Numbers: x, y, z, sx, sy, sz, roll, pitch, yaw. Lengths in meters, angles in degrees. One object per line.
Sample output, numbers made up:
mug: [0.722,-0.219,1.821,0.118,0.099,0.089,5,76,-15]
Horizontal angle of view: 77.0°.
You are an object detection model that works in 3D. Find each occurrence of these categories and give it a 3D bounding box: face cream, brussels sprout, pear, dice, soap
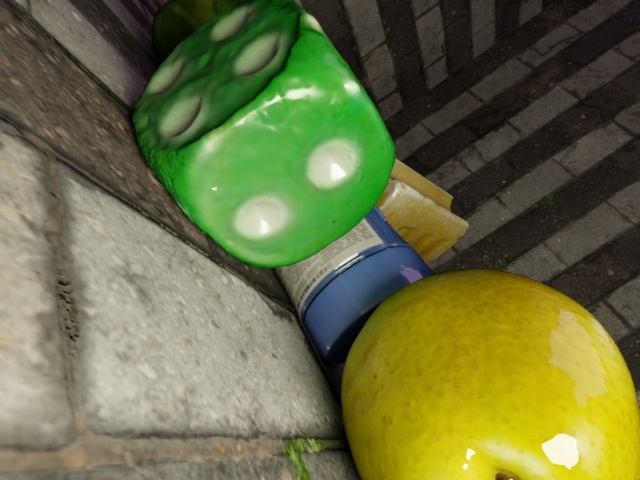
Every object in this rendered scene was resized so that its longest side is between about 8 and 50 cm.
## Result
face cream: [0.061,0.070,0.761,0.225,0.249,0.249,57,4,28]
brussels sprout: [-0.281,-0.533,1.144,0.371,0.276,0.314,18,11,-33]
pear: [0.204,0.215,0.538,0.363,0.362,0.418,56,6,6]
dice: [-0.081,-0.159,0.626,0.287,0.300,0.297,46,12,-51]
soap: [0.170,-0.035,1.021,0.335,0.293,0.156,22,39,-42]
